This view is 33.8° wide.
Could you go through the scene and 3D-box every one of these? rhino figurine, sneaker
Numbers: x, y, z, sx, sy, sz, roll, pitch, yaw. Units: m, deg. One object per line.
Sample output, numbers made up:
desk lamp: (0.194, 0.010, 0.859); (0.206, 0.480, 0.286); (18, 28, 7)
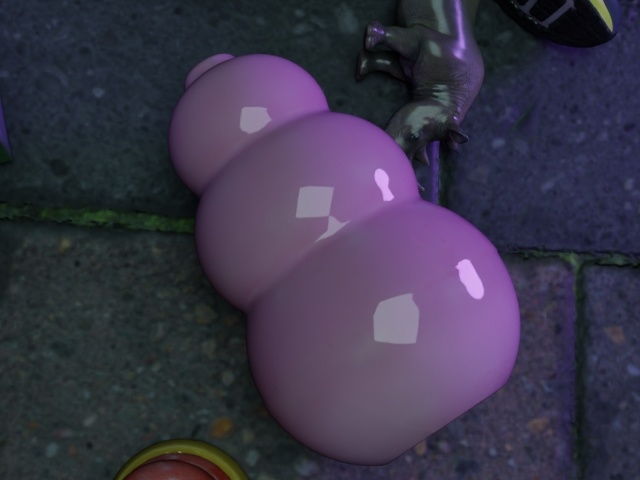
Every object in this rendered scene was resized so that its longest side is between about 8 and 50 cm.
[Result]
rhino figurine: (0.087, -0.162, 0.896); (0.106, 0.073, 0.243); (2, 81, -6)
sneaker: (0.185, -0.308, 0.923); (0.121, 0.111, 0.300); (-30, 88, -17)

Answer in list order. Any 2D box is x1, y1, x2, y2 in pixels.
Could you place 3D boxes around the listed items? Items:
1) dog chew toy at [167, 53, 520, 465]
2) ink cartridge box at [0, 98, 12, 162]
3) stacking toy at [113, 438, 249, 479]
dog chew toy: (0.000, 0.000, 0.796); (0.207, 0.206, 0.332); (-32, 78, -13)
ink cartridge box: (-0.396, -0.141, 0.790); (0.278, 0.117, 0.201); (-12, 82, -10)
stacking toy: (-0.030, 0.298, 0.747); (0.309, 0.130, 0.279); (11, 78, 0)
